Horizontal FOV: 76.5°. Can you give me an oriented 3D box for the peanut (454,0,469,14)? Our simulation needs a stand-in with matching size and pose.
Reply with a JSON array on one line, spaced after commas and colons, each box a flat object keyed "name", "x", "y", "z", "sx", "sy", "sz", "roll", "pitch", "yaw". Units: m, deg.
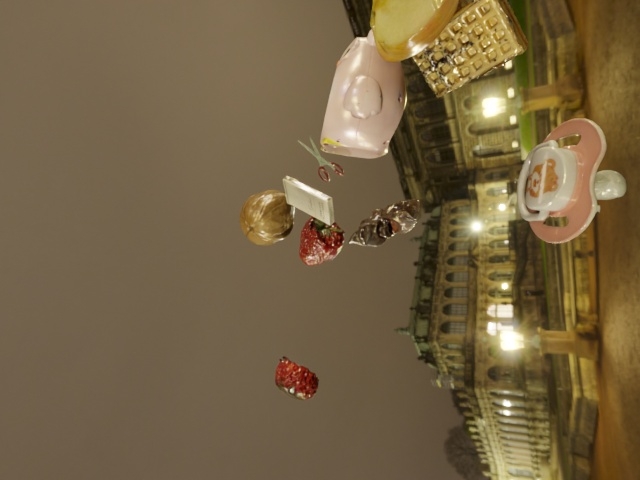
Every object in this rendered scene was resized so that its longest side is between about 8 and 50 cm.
[{"name": "peanut", "x": 0.506, "y": -0.925, "z": 1.634, "sx": 0.325, "sy": 0.153, "sz": 0.140, "roll": 1, "pitch": -110, "yaw": -47}]

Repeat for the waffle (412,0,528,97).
[{"name": "waffle", "x": 0.555, "y": -0.750, "z": 1.565, "sx": 0.261, "sy": 0.376, "sz": 0.114, "roll": 48, "pitch": -128, "yaw": -22}]

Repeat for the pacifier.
[{"name": "pacifier", "x": 0.668, "y": -0.154, "z": 1.087, "sx": 0.220, "sy": 0.273, "sz": 0.331, "roll": 2, "pitch": -85, "yaw": -64}]

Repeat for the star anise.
[{"name": "star anise", "x": 0.249, "y": -0.062, "z": 1.572, "sx": 0.108, "sy": 0.316, "sz": 0.315, "roll": 62, "pitch": -148, "yaw": -11}]

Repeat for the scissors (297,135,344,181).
[{"name": "scissors", "x": -0.005, "y": -0.380, "z": 1.863, "sx": 0.144, "sy": 0.017, "sz": 0.247, "roll": -28, "pitch": -105, "yaw": -40}]

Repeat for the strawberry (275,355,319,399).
[{"name": "strawberry", "x": -0.077, "y": 0.421, "z": 1.215, "sx": 0.086, "sy": 0.145, "sz": 0.145, "roll": -58, "pitch": -42, "yaw": -27}]

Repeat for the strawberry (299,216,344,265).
[{"name": "strawberry", "x": -0.004, "y": 0.000, "z": 2.397, "sx": 0.261, "sy": 0.261, "sz": 0.257, "roll": -57, "pitch": -6, "yaw": -50}]

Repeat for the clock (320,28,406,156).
[{"name": "clock", "x": 0.156, "y": -0.474, "z": 1.375, "sx": 0.368, "sy": 0.251, "sz": 0.376, "roll": -94, "pitch": 16, "yaw": -87}]

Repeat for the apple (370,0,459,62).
[{"name": "apple", "x": 0.265, "y": -0.680, "z": 1.137, "sx": 0.314, "sy": 0.253, "sz": 0.308, "roll": -93, "pitch": 2, "yaw": -80}]

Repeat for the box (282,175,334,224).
[{"name": "box", "x": -0.039, "y": -0.133, "z": 1.339, "sx": 0.029, "sy": 0.198, "sz": 0.109, "roll": -43, "pitch": -34, "yaw": -28}]

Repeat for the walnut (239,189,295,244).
[{"name": "walnut", "x": -0.260, "y": -0.119, "z": 2.037, "sx": 0.313, "sy": 0.252, "sz": 0.277, "roll": -45, "pitch": -30, "yaw": -49}]
